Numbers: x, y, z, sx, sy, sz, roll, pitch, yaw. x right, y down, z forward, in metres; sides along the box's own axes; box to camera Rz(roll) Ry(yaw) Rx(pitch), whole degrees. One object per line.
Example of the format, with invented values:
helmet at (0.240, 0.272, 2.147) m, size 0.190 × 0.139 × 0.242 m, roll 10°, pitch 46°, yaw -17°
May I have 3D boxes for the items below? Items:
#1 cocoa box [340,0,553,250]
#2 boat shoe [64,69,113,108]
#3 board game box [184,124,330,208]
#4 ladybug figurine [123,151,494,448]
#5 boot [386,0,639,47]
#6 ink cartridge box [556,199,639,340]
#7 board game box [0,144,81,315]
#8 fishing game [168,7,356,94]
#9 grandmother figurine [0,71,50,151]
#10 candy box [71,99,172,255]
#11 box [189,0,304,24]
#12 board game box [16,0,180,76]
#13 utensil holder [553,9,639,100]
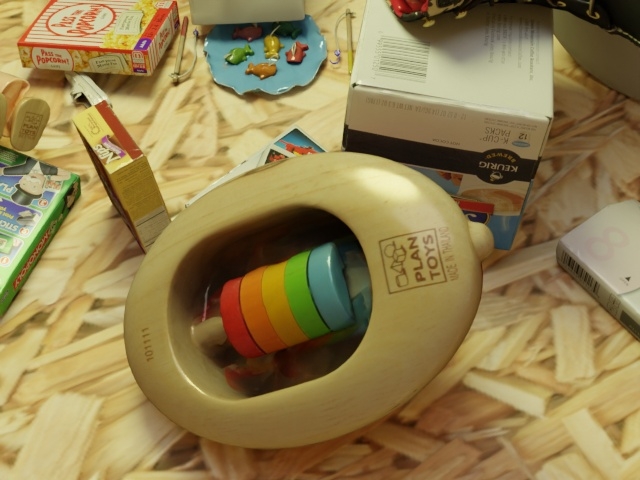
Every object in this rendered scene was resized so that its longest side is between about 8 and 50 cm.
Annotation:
cocoa box at (0.156, -0.197, 1.419) m, size 0.231 × 0.228 × 0.347 m, roll 10°, pitch 48°, yaw 1°
boat shoe at (-0.337, -0.210, 1.613) m, size 0.035 × 0.035 × 0.100 m, roll -37°, pitch 67°, yaw -23°
board game box at (0.000, 0.000, 1.433) m, size 0.193 × 0.053 × 0.305 m, roll -38°, pitch 62°, yaw -21°
ladybug figurine at (-0.009, 0.067, 1.249) m, size 0.449 × 0.162 × 0.305 m, roll -16°, pitch 79°, yaw 28°
boot at (0.237, -0.295, 1.270) m, size 0.284 × 0.138 × 0.377 m, roll -13°, pitch 48°, yaw -20°
ink cartridge box at (0.437, 0.014, 1.398) m, size 0.232 × 0.066 × 0.189 m, roll -35°, pitch 60°, yaw -14°
board game box at (-0.503, -0.051, 1.474) m, size 0.317 × 0.046 × 0.213 m, roll 21°, pitch 58°, yaw 7°
fishing game at (-0.082, -0.282, 1.644) m, size 0.264 × 0.041 × 0.189 m, roll 1°, pitch 53°, yaw 5°
grandmother figurine at (-0.511, -0.218, 1.553) m, size 0.342 × 0.208 × 0.104 m, roll 28°, pitch 96°, yaw 34°
candy box at (-0.241, -0.075, 1.418) m, size 0.053 × 0.186 × 0.109 m, roll -30°, pitch 60°, yaw -13°
box at (-0.111, -0.508, 1.674) m, size 0.168 × 0.215 × 0.345 m, roll -2°, pitch 47°, yaw 3°
board game box at (-0.316, -0.297, 1.639) m, size 0.193 × 0.045 × 0.147 m, roll 5°, pitch 40°, yaw 10°
utensil holder at (0.522, -0.413, 1.532) m, size 0.327 × 0.327 × 0.385 m, roll 33°, pitch 66°, yaw 23°
